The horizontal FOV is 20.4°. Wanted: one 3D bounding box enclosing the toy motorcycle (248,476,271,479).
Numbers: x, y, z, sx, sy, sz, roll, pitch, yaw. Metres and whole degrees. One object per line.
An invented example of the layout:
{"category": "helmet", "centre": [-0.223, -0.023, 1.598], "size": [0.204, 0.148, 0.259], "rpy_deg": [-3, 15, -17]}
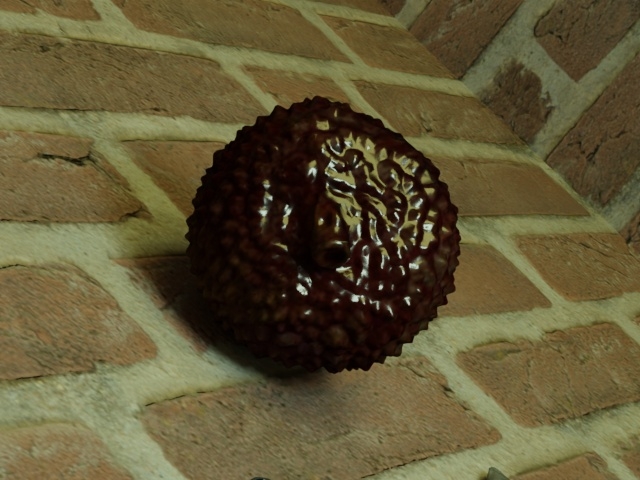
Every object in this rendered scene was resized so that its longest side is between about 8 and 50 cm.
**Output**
{"category": "toy motorcycle", "centre": [0.015, 0.303, 1.600], "size": [0.225, 0.073, 0.152], "rpy_deg": [35, 21, -6]}

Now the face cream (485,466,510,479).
{"category": "face cream", "centre": [0.206, 0.316, 1.915], "size": [0.143, 0.089, 0.314], "rpy_deg": [43, 9, 11]}

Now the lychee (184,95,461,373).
{"category": "lychee", "centre": [0.000, 0.000, 1.935], "size": [0.306, 0.306, 0.330], "rpy_deg": [39, -6, 0]}
